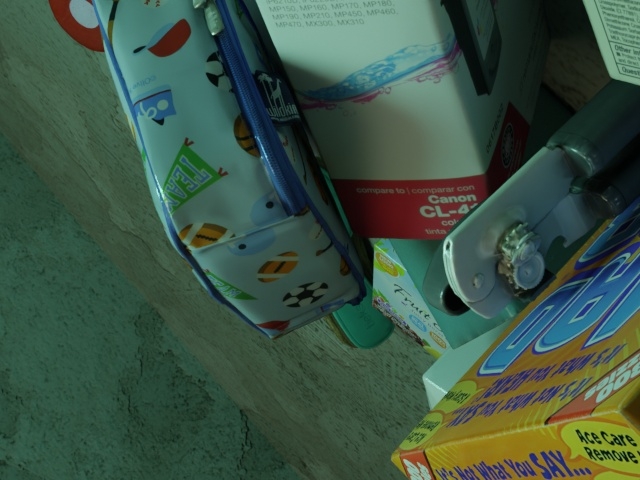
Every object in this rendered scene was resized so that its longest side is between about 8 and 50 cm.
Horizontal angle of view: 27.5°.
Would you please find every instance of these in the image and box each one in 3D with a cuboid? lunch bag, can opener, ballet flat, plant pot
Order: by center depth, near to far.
[{"bbox_3d":[0.177,-0.057,0.890,0.093,0.280,0.074,30,157,56],"label":"can opener"},{"bbox_3d":[-0.065,-0.075,0.992,0.303,0.115,0.243,63,-174,-62],"label":"lunch bag"},{"bbox_3d":[0.137,-0.054,1.168,0.234,0.166,0.165,55,162,5],"label":"plant pot"},{"bbox_3d":[0.000,0.000,1.680,0.342,0.116,0.124,58,177,-41],"label":"ballet flat"}]

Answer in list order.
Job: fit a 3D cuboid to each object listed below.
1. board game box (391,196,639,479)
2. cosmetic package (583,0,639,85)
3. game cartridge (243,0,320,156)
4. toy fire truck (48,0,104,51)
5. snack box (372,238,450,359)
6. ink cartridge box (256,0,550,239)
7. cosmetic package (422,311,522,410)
[{"bbox_3d":[0.331,0.125,0.812,0.356,0.356,0.356,46,161,-1],"label":"board game box"},{"bbox_3d":[0.209,-0.226,0.712,0.153,0.129,0.296,26,153,48],"label":"cosmetic package"},{"bbox_3d":[-0.077,-0.200,1.161,0.297,0.062,0.198,50,163,-10],"label":"game cartridge"},{"bbox_3d":[-0.183,-0.341,1.293,0.254,0.169,0.302,-18,116,49],"label":"toy fire truck"},{"bbox_3d":[0.157,0.083,1.536,0.207,0.070,0.174,39,160,18],"label":"snack box"},{"bbox_3d":[0.064,-0.181,0.931,0.131,0.226,0.306,3,141,22],"label":"ink cartridge box"},{"bbox_3d":[0.307,0.187,1.214,0.385,0.217,0.156,35,158,35],"label":"cosmetic package"}]
